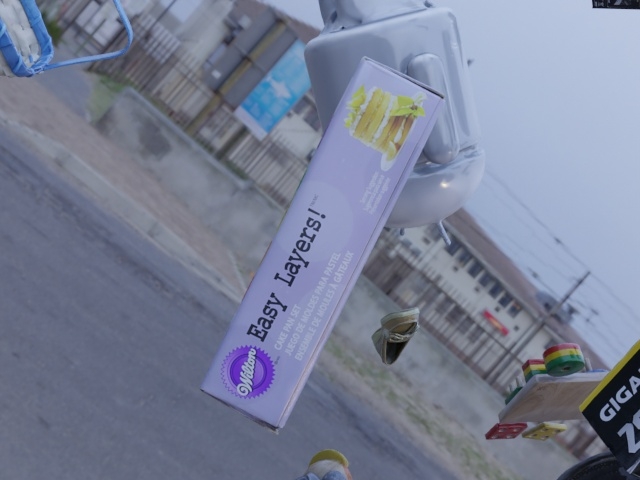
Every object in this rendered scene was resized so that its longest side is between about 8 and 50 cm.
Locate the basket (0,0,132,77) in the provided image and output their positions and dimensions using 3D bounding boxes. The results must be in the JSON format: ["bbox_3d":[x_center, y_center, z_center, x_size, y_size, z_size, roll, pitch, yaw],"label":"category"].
[{"bbox_3d":[-0.440,-0.357,1.175,0.201,0.289,0.254,-92,169,-63],"label":"basket"}]

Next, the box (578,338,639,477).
[{"bbox_3d":[0.398,0.107,0.635,0.322,0.257,0.079,26,21,-27],"label":"box"}]

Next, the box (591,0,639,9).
[{"bbox_3d":[0.577,-0.543,1.398,0.242,0.076,0.307,13,-44,37],"label":"box"}]

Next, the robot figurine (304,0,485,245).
[{"bbox_3d":[0.098,-0.167,1.070,0.300,0.200,0.353,-136,-148,-75],"label":"robot figurine"}]

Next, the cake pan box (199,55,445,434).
[{"bbox_3d":[0.000,0.000,0.654,0.070,0.245,0.267,28,2,-1],"label":"cake pan box"}]

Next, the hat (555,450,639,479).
[{"bbox_3d":[0.339,0.324,0.713,0.331,0.331,0.134,41,-37,-10],"label":"hat"}]

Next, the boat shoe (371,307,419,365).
[{"bbox_3d":[0.111,0.137,1.188,0.153,0.056,0.048,119,-42,-62],"label":"boat shoe"}]

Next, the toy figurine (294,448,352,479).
[{"bbox_3d":[0.041,0.301,0.707,0.213,0.209,0.148,5,7,31],"label":"toy figurine"}]

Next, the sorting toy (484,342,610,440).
[{"bbox_3d":[0.313,0.198,1.102,0.274,0.132,0.046,107,-21,-54],"label":"sorting toy"}]
